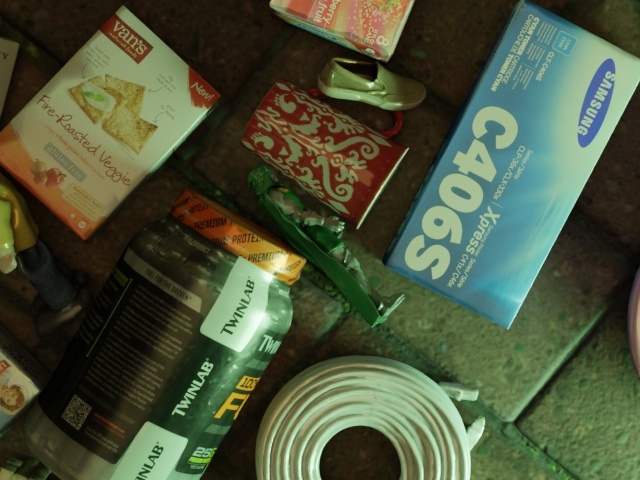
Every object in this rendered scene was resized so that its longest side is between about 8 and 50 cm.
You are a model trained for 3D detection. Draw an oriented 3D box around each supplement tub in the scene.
[{"bbox_3d":[-0.169,0.125,1.610,0.207,0.207,0.338,31,94,-2],"label":"supplement tub"}]

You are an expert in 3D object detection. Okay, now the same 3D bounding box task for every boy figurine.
[{"bbox_3d":[-0.367,-0.020,1.593,0.092,0.177,0.285,-37,119,2],"label":"boy figurine"}]

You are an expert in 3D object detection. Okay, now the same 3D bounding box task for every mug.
[{"bbox_3d":[0.008,-0.113,1.664,0.169,0.150,0.113,32,129,2],"label":"mug"}]

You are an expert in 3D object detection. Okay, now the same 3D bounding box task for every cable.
[{"bbox_3d":[0.049,0.264,1.677,0.257,0.089,0.257,18,93,-1],"label":"cable"}]

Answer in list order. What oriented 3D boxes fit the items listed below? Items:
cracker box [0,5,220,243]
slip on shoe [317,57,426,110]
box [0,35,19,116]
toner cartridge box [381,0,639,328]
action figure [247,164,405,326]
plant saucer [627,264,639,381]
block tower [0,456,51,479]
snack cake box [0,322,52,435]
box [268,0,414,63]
[{"bbox_3d":[-0.249,-0.133,1.648,0.155,0.067,0.232,42,82,-2],"label":"cracker box"},{"bbox_3d":[0.064,-0.185,1.653,0.135,0.051,0.041,8,133,-19],"label":"slip on shoe"},{"bbox_3d":[-0.481,-0.100,1.599,0.058,0.232,0.322,17,94,43],"label":"box"},{"bbox_3d":[0.223,-0.088,1.665,0.165,0.075,0.348,27,93,-3],"label":"toner cartridge box"},{"bbox_3d":[0.000,0.000,1.657,0.232,0.137,0.063,44,87,7],"label":"action figure"},{"bbox_3d":[0.520,0.092,1.673,0.332,0.084,0.332,0,93,-1],"label":"plant saucer"},{"bbox_3d":[-0.229,0.359,1.681,0.335,0.091,0.097,24,94,-2],"label":"block tower"},{"bbox_3d":[-0.459,0.207,1.668,0.264,0.089,0.152,-44,89,3],"label":"snack cake box"},{"bbox_3d":[0.066,-0.367,1.615,0.154,0.142,0.300,23,93,-2],"label":"box"}]
